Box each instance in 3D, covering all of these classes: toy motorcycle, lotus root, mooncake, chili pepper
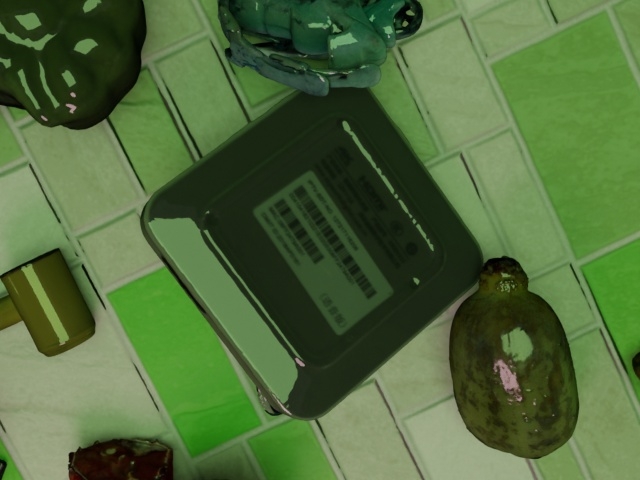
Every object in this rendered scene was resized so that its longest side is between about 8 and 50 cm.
[{"bbox_3d":[-0.013,-0.284,1.191,0.260,0.154,0.206,22,57,17],"label":"toy motorcycle"},{"bbox_3d":[0.265,0.171,1.271,0.173,0.173,0.309,-17,111,0],"label":"lotus root"},{"bbox_3d":[-0.396,-0.294,1.151,0.352,0.187,0.351,1,84,-6],"label":"mooncake"},{"bbox_3d":[-0.282,0.418,1.330,0.144,0.136,0.252,-18,115,-44],"label":"chili pepper"}]

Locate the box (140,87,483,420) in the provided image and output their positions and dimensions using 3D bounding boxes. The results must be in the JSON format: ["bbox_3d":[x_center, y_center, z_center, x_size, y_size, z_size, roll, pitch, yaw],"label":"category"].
[{"bbox_3d":[0.000,0.000,1.227,0.373,0.090,0.367,-39,99,-17],"label":"box"}]

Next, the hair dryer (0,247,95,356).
[{"bbox_3d":[-0.467,0.125,1.292,0.279,0.090,0.134,-23,100,7],"label":"hair dryer"}]

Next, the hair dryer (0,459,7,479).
[{"bbox_3d":[-0.465,0.376,1.352,0.083,0.031,0.079,30,87,-19],"label":"hair dryer"}]

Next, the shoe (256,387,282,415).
[{"bbox_3d":[-0.036,0.153,1.299,0.106,0.091,0.207,16,93,1],"label":"shoe"}]

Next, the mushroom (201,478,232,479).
[{"bbox_3d":[-0.135,0.429,1.264,0.207,0.209,0.206,-3,78,14],"label":"mushroom"}]

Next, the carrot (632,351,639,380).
[{"bbox_3d":[0.544,0.167,1.332,0.173,0.082,0.082,-27,98,8],"label":"carrot"}]
